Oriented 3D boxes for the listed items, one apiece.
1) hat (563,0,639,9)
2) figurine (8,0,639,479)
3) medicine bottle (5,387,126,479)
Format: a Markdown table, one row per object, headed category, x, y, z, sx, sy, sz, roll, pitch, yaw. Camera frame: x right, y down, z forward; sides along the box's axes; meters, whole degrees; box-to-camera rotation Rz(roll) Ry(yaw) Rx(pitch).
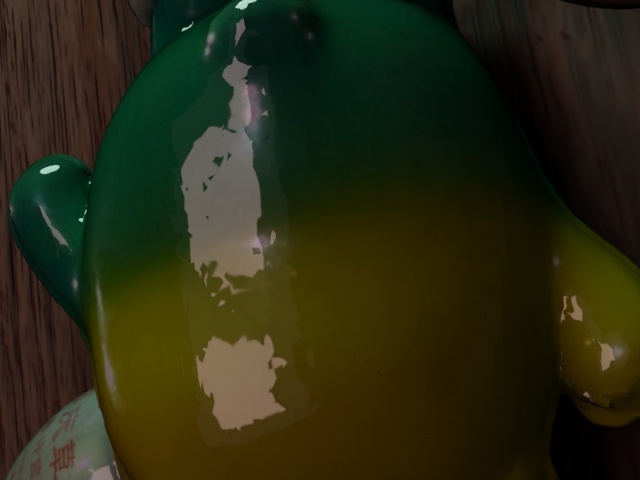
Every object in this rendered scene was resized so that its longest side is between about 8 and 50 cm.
| category | x | y | z | sx | sy | sz | roll | pitch | yaw |
| --- | --- | --- | --- | --- | --- | --- | --- | --- | --- |
| hat | 0.145 | -0.197 | 0.630 | 0.193 | 0.082 | 0.193 | -1 | 82 | 4 |
| figurine | 0.000 | 0.000 | 0.612 | 0.324 | 0.231 | 0.340 | -10 | 66 | 9 |
| medicine bottle | -0.090 | 0.143 | 0.732 | 0.143 | 0.147 | 0.147 | -39 | 56 | 31 |
